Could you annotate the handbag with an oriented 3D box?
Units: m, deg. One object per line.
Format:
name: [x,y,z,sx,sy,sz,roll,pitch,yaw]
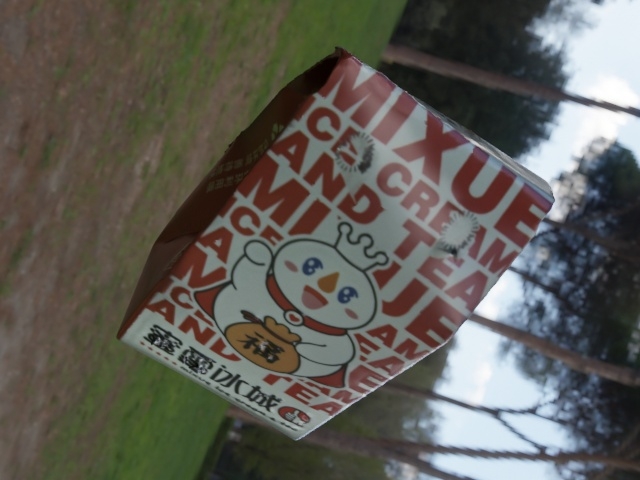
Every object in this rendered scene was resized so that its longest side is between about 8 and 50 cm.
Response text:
handbag: [0.000,0.000,0.713,0.298,0.171,0.151,-44,-162,53]
